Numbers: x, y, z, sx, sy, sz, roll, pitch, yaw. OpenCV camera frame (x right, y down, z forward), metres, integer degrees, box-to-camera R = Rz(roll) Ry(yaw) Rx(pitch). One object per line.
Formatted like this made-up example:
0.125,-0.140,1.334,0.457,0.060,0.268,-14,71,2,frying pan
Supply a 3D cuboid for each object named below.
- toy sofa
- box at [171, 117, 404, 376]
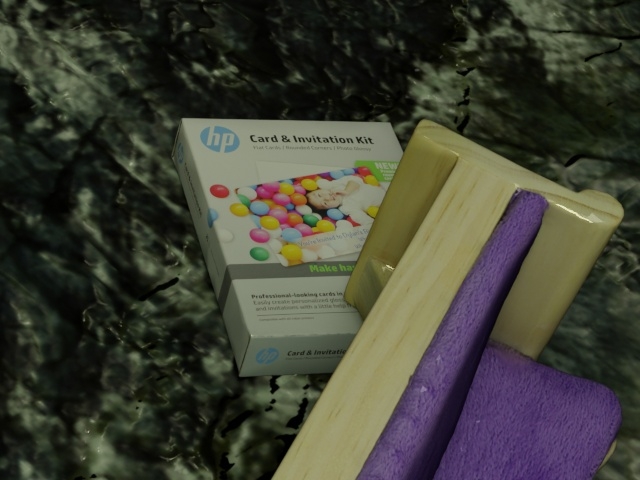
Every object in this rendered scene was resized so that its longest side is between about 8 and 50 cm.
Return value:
0.044,0.125,0.834,0.177,0.150,0.362,27,48,6,toy sofa
0.000,0.000,1.065,0.145,0.038,0.186,0,44,-21,box
